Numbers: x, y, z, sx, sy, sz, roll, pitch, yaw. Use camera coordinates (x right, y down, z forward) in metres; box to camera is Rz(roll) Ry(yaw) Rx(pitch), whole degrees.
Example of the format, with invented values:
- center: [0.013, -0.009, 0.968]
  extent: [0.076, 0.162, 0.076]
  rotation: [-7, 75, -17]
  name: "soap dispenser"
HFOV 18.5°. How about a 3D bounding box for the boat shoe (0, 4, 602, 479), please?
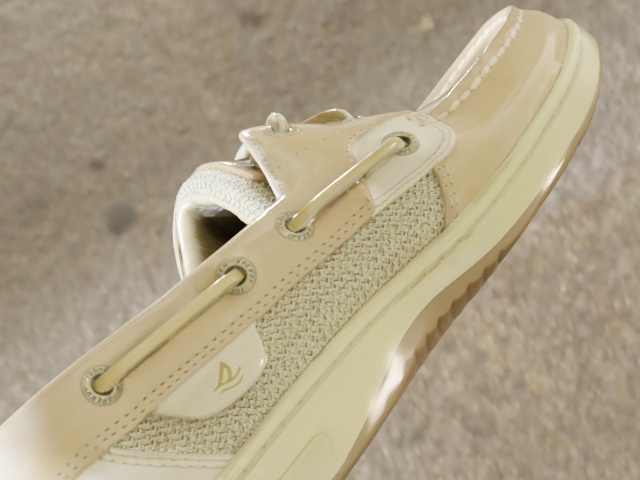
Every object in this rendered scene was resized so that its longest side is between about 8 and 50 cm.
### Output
- center: [0.000, 0.000, 0.659]
  extent: [0.098, 0.109, 0.302]
  rotation: [39, 51, -1]
  name: "boat shoe"
